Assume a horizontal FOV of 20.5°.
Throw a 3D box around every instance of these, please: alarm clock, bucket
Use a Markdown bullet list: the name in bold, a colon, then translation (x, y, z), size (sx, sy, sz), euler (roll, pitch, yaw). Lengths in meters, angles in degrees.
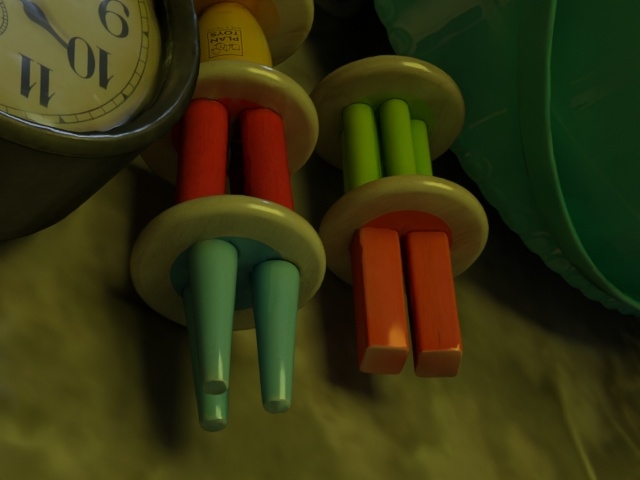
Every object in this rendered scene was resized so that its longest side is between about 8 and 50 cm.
- **alarm clock**: translation (-0.094, -0.048, 0.421), size (0.129, 0.064, 0.192), euler (29, 37, -33)
- **bucket**: translation (0.151, -0.113, 0.639), size (0.281, 0.183, 0.281), euler (35, 40, -36)

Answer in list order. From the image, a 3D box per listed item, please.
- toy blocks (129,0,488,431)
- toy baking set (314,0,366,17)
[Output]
- **toy blocks**: translation (0.000, 0.000, 0.504), size (0.123, 0.054, 0.148), euler (31, 40, -34)
- **toy baking set**: translation (0.048, -0.121, 0.705), size (0.256, 0.030, 0.197), euler (40, 34, -20)
